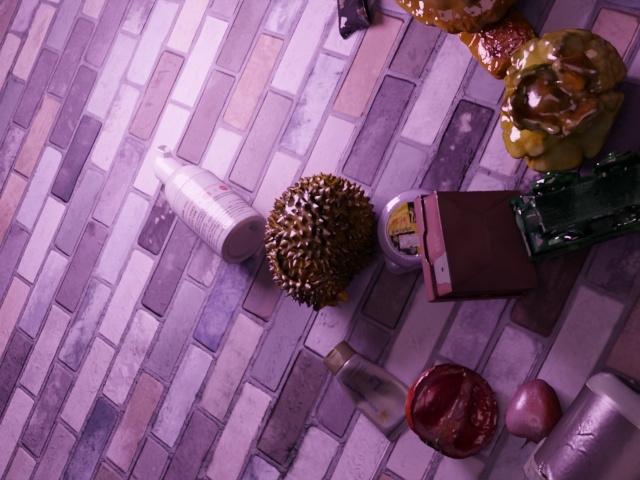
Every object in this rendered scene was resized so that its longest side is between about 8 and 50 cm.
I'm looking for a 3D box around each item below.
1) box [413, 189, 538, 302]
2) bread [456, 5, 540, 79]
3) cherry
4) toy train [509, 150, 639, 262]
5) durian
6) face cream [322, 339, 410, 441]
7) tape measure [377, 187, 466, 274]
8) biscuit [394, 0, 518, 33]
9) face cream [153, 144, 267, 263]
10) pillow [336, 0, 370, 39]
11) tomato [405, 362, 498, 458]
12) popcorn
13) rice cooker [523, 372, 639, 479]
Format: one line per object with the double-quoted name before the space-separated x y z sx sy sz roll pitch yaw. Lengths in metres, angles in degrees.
"box" 0.306 0.008 1.415 0.086 0.215 0.215 145 122 -64
"bread" 0.345 -0.473 1.558 0.139 0.077 0.271 -40 67 20
"cherry" 0.402 0.329 1.371 0.106 0.087 0.126 -15 77 22
"toy train" 0.481 -0.061 1.302 0.266 0.202 0.145 -17 81 6
"durian" -0.010 -0.004 1.583 0.258 0.258 0.293 15 99 30
"face cream" 0.107 0.315 1.558 0.224 0.070 0.114 43 103 19
"tape measure" 0.218 -0.022 1.534 0.196 0.105 0.179 -7 85 29
"biscuit" 0.293 -0.609 1.515 0.329 0.078 0.335 32 98 20
"face cream" -0.300 -0.104 1.810 0.369 0.145 0.145 41 101 30
"pillow" 0.075 -0.568 1.740 0.090 0.048 0.150 -9 79 25
"tomato" 0.254 0.332 1.452 0.189 0.099 0.173 36 83 -10
"popcorn" 0.455 -0.265 1.369 0.224 0.270 0.258 17 56 5
"rice cooker" 0.507 0.393 1.195 0.288 0.288 0.277 35 99 29
